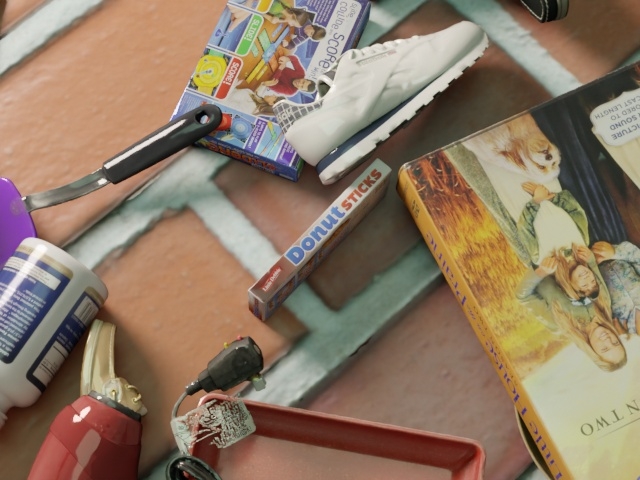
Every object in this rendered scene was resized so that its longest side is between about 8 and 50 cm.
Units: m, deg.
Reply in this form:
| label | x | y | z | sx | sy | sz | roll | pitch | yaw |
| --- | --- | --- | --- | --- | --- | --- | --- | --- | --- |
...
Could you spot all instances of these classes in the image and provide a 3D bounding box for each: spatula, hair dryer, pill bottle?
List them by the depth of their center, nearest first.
| label | x | y | z | sx | sy | sz | roll | pitch | yaw |
| --- | --- | --- | --- | --- | --- | --- | --- | --- | --- |
| hair dryer | -0.140 | 0.223 | 1.079 | 0.294 | 0.080 | 0.223 | -23 | 77 | -4 |
| pill bottle | -0.274 | 0.089 | 1.168 | 0.094 | 0.094 | 0.169 | 30 | 71 | 9 |
| spatula | -0.226 | -0.055 | 1.242 | 0.296 | 0.030 | 0.084 | -28 | 72 | -5 |

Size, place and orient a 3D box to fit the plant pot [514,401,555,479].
| label | x | y | z | sx | sy | sz | roll | pitch | yaw |
| --- | --- | --- | --- | --- | --- | --- | --- | --- | --- |
| plant pot | 0.293 | 0.148 | 1.194 | 0.236 | 0.032 | 0.236 | 0 | 69 | -1 |

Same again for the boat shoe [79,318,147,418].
| label | x | y | z | sx | sy | sz | roll | pitch | yaw |
| --- | --- | --- | --- | --- | --- | --- | --- | --- | --- |
| boat shoe | -0.184 | 0.155 | 1.168 | 0.059 | 0.063 | 0.170 | 1 | 79 | -4 |

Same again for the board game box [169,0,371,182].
| label | x | y | z | sx | sy | sz | roll | pitch | yaw |
| --- | --- | --- | --- | --- | --- | --- | --- | --- | --- |
| board game box | -0.048 | -0.172 | 1.303 | 0.136 | 0.035 | 0.201 | 22 | 71 | 7 |

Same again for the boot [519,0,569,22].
| label | x | y | z | sx | sy | sz | roll | pitch | yaw |
| --- | --- | --- | --- | --- | --- | --- | --- | --- | --- |
| boot | 0.123 | -0.282 | 1.324 | 0.179 | 0.085 | 0.236 | -28 | 66 | -9 |

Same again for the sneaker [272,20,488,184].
| label | x | y | z | sx | sy | sz | roll | pitch | yaw |
| --- | --- | --- | --- | --- | --- | --- | --- | --- | --- |
| sneaker | 0.064 | -0.155 | 1.256 | 0.235 | 0.090 | 0.095 | -39 | 86 | -24 |

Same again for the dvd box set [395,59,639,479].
| label | x | y | z | sx | sy | sz | roll | pitch | yaw |
| --- | --- | --- | --- | --- | --- | --- | --- | --- | --- |
| dvd box set | 0.297 | 0.056 | 1.178 | 0.308 | 0.062 | 0.420 | -23 | 71 | -8 |

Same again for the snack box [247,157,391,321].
| label | x | y | z | sx | sy | sz | roll | pitch | yaw |
| --- | --- | --- | --- | --- | --- | --- | --- | --- | --- |
| snack box | 0.000 | 0.000 | 1.225 | 0.022 | 0.064 | 0.178 | 41 | 74 | 11 |

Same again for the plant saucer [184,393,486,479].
| label | x | y | z | sx | sy | sz | roll | pitch | yaw |
| --- | --- | --- | --- | --- | --- | --- | --- | --- | --- |
| plant saucer | -0.002 | 0.281 | 1.130 | 0.259 | 0.047 | 0.258 | 9 | 70 | 3 |
